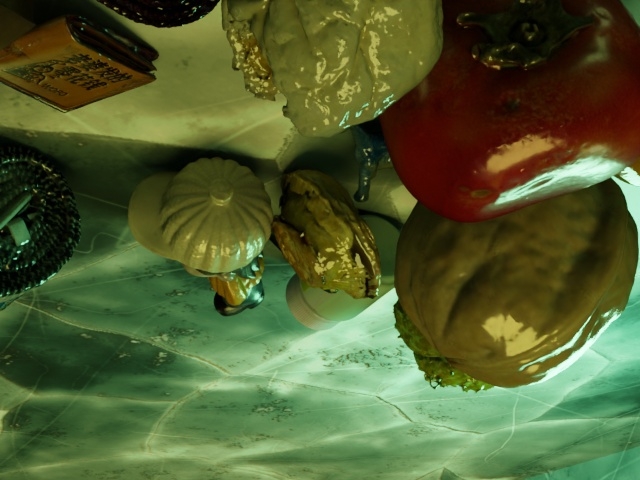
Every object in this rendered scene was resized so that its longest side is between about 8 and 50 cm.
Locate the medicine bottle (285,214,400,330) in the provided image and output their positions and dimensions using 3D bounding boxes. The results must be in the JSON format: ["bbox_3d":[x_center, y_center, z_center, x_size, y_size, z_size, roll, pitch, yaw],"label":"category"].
[{"bbox_3d":[0.044,0.061,1.802,0.139,0.139,0.225,12,147,-28],"label":"medicine bottle"}]

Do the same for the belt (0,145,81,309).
[{"bbox_3d":[-0.486,0.004,1.471,0.160,0.295,0.207,-24,116,35],"label":"belt"}]

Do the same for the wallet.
[{"bbox_3d":[-0.315,-0.218,1.289,0.160,0.042,0.195,-17,166,21],"label":"wallet"}]

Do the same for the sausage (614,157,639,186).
[{"bbox_3d":[0.423,-0.159,1.491,0.105,0.105,0.274,-25,146,33],"label":"sausage"}]

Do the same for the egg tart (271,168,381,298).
[{"bbox_3d":[0.000,0.000,1.600,0.106,0.241,0.241,-32,158,-20],"label":"egg tart"}]

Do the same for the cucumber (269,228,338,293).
[{"bbox_3d":[-0.037,0.023,1.725,0.033,0.184,0.036,-36,164,-32],"label":"cucumber"}]

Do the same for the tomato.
[{"bbox_3d":[0.224,-0.173,1.228,0.325,0.293,0.290,-23,156,-6],"label":"tomato"}]

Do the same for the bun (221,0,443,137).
[{"bbox_3d":[0.009,-0.261,1.095,0.281,0.282,0.205,-23,135,30],"label":"bun"}]

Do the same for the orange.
[{"bbox_3d":[0.278,0.116,1.811,0.300,0.223,0.301,-32,112,-3],"label":"orange"}]

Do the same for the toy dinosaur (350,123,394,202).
[{"bbox_3d":[0.117,-0.149,1.499,0.247,0.075,0.188,-13,148,-12],"label":"toy dinosaur"}]

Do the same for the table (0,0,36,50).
[{"bbox_3d":[-0.377,-0.275,1.178,0.083,0.082,0.070,-24,146,32],"label":"table"}]

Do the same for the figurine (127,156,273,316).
[{"bbox_3d":[-0.144,-0.004,1.625,0.204,0.185,0.332,-21,152,14],"label":"figurine"}]

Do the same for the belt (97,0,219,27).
[{"bbox_3d":[-0.203,-0.346,1.008,0.184,0.164,0.289,-38,143,5],"label":"belt"}]

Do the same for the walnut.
[{"bbox_3d":[0.290,0.032,1.521,0.381,0.381,0.381,-4,152,-2],"label":"walnut"}]
